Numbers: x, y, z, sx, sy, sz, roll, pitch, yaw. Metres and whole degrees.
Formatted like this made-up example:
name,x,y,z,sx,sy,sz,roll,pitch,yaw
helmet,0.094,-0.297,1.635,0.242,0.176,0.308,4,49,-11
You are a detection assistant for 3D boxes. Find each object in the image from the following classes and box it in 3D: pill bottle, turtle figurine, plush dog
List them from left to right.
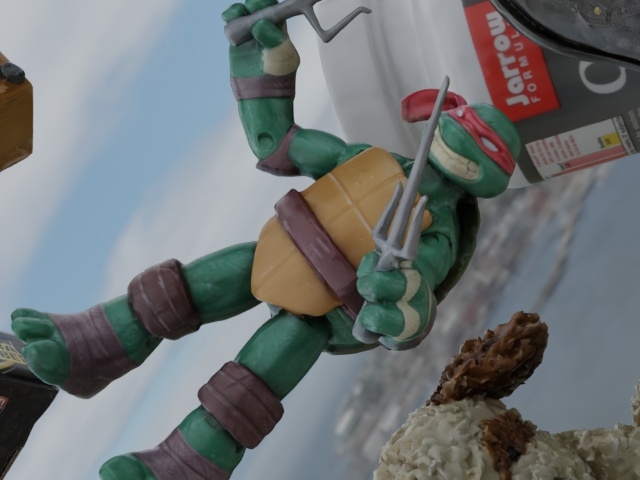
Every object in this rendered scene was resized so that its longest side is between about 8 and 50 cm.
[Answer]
name,x,y,z,sx,sy,sz,roll,pitch,yaw
turtle figurine,0.000,0.000,0.679,0.234,0.118,0.175,-42,43,4
plush dog,0.127,0.177,1.053,0.210,0.225,0.262,-31,34,48
pill bottle,0.195,-0.160,1.344,0.362,0.210,0.210,-17,10,14

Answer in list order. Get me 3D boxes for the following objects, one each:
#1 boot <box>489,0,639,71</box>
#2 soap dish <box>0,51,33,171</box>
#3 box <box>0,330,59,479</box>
name,x,y,z,sx,sy,sz,roll,pitch,yaw
boot,0.214,-0.178,1.021,0.091,0.263,0.229,-52,-14,-23
soap dish,-0.400,-0.154,1.480,0.118,0.291,0.229,-51,-10,36
box,-0.368,0.164,1.154,0.293,0.295,0.073,-58,44,17
